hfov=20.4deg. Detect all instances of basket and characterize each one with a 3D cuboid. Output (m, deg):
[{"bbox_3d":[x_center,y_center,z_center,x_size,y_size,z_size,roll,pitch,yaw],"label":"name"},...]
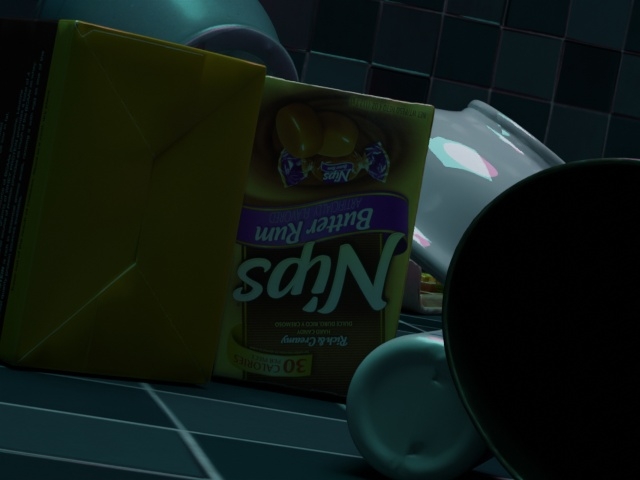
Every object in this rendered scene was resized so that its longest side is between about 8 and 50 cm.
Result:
[{"bbox_3d":[0.184,0.064,0.824,0.204,0.154,0.227,34,7,25],"label":"basket"}]

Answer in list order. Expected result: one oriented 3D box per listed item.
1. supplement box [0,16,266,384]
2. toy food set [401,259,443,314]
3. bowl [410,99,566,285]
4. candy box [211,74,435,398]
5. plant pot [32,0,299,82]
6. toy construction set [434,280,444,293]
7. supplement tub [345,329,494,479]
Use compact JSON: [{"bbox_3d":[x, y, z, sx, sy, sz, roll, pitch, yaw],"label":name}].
[{"bbox_3d":[-0.152,-0.029,1.066,0.129,0.191,0.194,10,1,-36],"label":"supplement box"},{"bbox_3d":[0.068,0.027,2.230,0.220,0.092,0.306,11,2,22],"label":"toy food set"},{"bbox_3d":[0.136,-0.020,1.444,0.298,0.134,0.298,39,0,0],"label":"bowl"},{"bbox_3d":[0.000,0.000,1.097,0.109,0.186,0.053,9,-1,-6],"label":"candy box"},{"bbox_3d":[-0.157,-0.185,1.991,0.272,0.271,0.255,9,18,-33],"label":"plant pot"},{"bbox_3d":[0.283,0.049,1.850,0.328,0.151,0.215,21,-17,37],"label":"toy construction set"},{"bbox_3d":[0.057,0.078,0.850,0.071,0.071,0.107,11,2,16],"label":"supplement tub"}]
